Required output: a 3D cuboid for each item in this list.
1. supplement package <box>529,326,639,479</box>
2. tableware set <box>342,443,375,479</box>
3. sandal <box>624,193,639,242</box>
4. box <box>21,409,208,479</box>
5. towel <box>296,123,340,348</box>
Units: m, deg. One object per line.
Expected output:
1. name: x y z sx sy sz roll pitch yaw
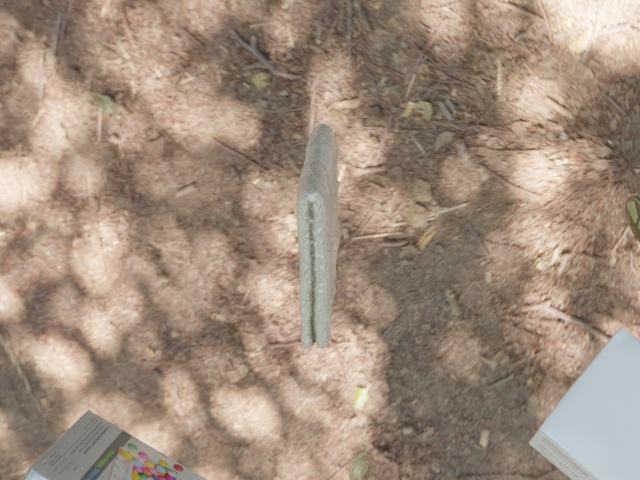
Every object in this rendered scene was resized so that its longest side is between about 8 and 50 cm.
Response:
1. supplement package: 0.466 0.291 1.228 0.198 0.262 0.199 39 83 20
2. tableware set: 0.048 0.437 1.364 0.020 0.169 0.141 19 130 28
3. sandal: 0.466 0.004 1.036 0.049 0.072 0.180 -44 84 -10
4. box: -0.191 0.259 0.812 0.186 0.145 0.038 32 102 0
5. towel: 0.000 0.000 1.142 0.049 0.187 0.282 2 127 4
